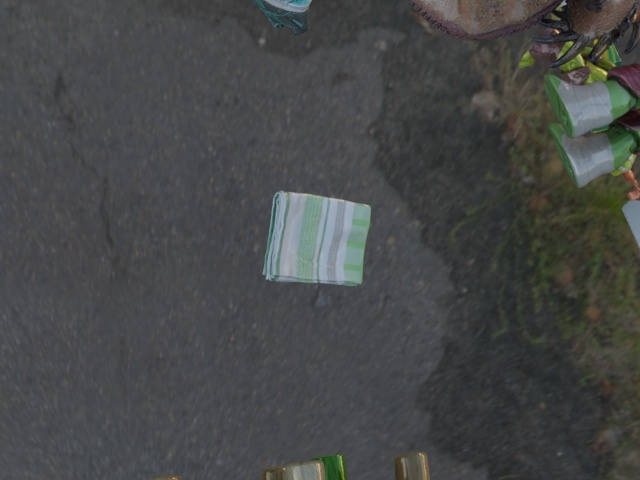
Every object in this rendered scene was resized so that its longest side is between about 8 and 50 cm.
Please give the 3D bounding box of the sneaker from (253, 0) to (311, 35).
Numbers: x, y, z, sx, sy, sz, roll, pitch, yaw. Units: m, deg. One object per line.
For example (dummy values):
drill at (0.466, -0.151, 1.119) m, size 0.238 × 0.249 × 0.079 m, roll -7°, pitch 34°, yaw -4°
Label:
sneaker at (-0.074, -0.364, 1.910) m, size 0.065 × 0.076 × 0.166 m, roll -29°, pitch 43°, yaw -24°

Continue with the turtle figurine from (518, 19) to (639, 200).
turtle figurine at (0.322, -0.152, 1.327) m, size 0.217 × 0.087 × 0.269 m, roll 38°, pitch 40°, yaw 10°

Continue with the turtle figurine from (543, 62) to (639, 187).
turtle figurine at (0.339, -0.181, 1.186) m, size 0.266 × 0.198 × 0.275 m, roll -22°, pitch 91°, yaw 2°

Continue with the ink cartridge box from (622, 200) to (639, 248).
ink cartridge box at (0.559, -0.033, 1.672) m, size 0.060 × 0.275 × 0.239 m, roll 20°, pitch 40°, yaw -33°

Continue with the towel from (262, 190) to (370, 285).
towel at (0.000, 0.000, 1.567) m, size 0.152 × 0.023 × 0.113 m, roll 6°, pitch 94°, yaw -37°

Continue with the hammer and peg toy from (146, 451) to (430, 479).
hammer and peg toy at (0.011, 0.275, 1.217) m, size 0.266 × 0.361 × 0.127 m, roll 9°, pitch 72°, yaw -52°

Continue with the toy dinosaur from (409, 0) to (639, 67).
toy dinosaur at (0.184, -0.239, 1.155) m, size 0.295 × 0.127 × 0.200 m, roll -13°, pitch 115°, yaw 1°

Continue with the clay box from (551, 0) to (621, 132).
clay box at (0.367, -0.273, 1.727) m, size 0.053 × 0.127 × 0.222 m, roll -14°, pitch 50°, yaw 5°
